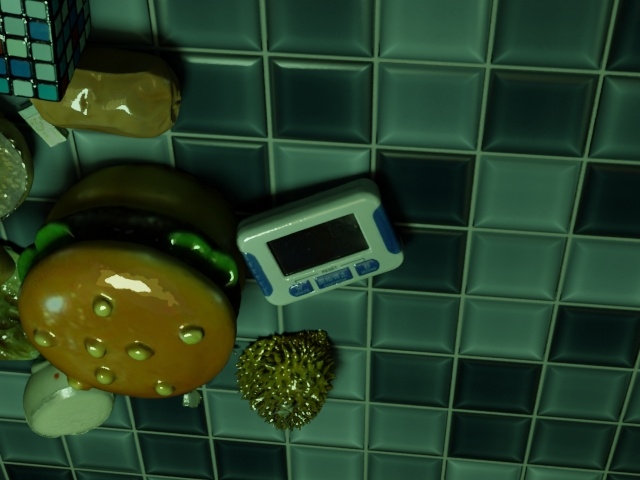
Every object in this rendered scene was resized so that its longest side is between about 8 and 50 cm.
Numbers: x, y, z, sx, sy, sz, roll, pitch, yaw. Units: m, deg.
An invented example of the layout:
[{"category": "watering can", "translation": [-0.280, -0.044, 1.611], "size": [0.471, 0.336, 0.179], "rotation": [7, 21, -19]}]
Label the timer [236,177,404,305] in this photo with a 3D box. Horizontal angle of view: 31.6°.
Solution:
[{"category": "timer", "translation": [0.000, 0.000, 1.895], "size": [0.253, 0.078, 0.178], "rotation": [-18, 127, 10]}]

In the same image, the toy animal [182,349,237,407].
[{"category": "toy animal", "translation": [-0.276, 0.245, 2.185], "size": [0.219, 0.095, 0.155], "rotation": [-25, 130, 28]}]

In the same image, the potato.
[{"category": "potato", "translation": [-0.539, -0.155, 1.832], "size": [0.138, 0.098, 0.243], "rotation": [-8, 123, 9]}]

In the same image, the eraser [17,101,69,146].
[{"category": "eraser", "translation": [-0.450, -0.190, 1.836], "size": [0.038, 0.019, 0.083], "rotation": [-19, 128, 27]}]

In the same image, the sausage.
[{"category": "sausage", "translation": [-0.332, -0.225, 1.712], "size": [0.241, 0.120, 0.136], "rotation": [10, 128, 0]}]

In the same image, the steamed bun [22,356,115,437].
[{"category": "steamed bun", "translation": [-0.499, 0.293, 2.234], "size": [0.177, 0.131, 0.228], "rotation": [-5, 149, -24]}]

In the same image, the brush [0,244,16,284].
[{"category": "brush", "translation": [-0.630, 0.010, 1.922], "size": [0.266, 0.166, 0.174], "rotation": [15, 114, 6]}]

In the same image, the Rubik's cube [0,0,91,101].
[{"category": "Rubik's cube", "translation": [-0.434, -0.327, 1.585], "size": [0.187, 0.184, 0.182], "rotation": [9, 135, 2]}]

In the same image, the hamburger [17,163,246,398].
[{"category": "hamburger", "translation": [-0.312, 0.081, 1.901], "size": [0.395, 0.277, 0.396], "rotation": [4, 135, 4]}]

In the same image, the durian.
[{"category": "durian", "translation": [-0.074, 0.286, 2.172], "size": [0.183, 0.138, 0.250], "rotation": [10, 142, -13]}]

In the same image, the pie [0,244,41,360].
[{"category": "pie", "translation": [-0.601, 0.122, 2.134], "size": [0.306, 0.071, 0.306], "rotation": [4, 136, 4]}]
